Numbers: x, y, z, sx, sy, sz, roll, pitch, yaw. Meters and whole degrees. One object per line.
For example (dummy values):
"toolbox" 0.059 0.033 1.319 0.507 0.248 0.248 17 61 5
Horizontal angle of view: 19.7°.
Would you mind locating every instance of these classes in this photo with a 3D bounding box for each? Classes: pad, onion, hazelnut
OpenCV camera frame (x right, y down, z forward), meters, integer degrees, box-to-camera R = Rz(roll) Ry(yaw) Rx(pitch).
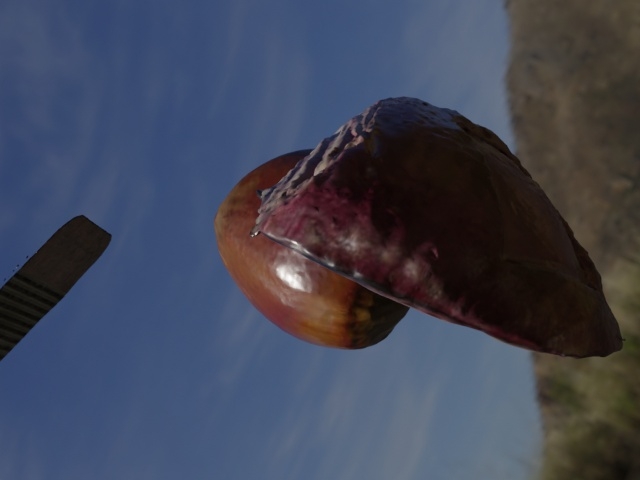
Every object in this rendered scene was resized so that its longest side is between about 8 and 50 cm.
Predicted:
"pad" -0.226 0.107 1.431 0.250 0.055 0.323 -47 -26 -3
"onion" 0.089 -0.020 1.156 0.250 0.248 0.111 -94 25 -82
"hazelnut" 0.000 0.000 1.764 0.208 0.208 0.208 -61 -12 -23
